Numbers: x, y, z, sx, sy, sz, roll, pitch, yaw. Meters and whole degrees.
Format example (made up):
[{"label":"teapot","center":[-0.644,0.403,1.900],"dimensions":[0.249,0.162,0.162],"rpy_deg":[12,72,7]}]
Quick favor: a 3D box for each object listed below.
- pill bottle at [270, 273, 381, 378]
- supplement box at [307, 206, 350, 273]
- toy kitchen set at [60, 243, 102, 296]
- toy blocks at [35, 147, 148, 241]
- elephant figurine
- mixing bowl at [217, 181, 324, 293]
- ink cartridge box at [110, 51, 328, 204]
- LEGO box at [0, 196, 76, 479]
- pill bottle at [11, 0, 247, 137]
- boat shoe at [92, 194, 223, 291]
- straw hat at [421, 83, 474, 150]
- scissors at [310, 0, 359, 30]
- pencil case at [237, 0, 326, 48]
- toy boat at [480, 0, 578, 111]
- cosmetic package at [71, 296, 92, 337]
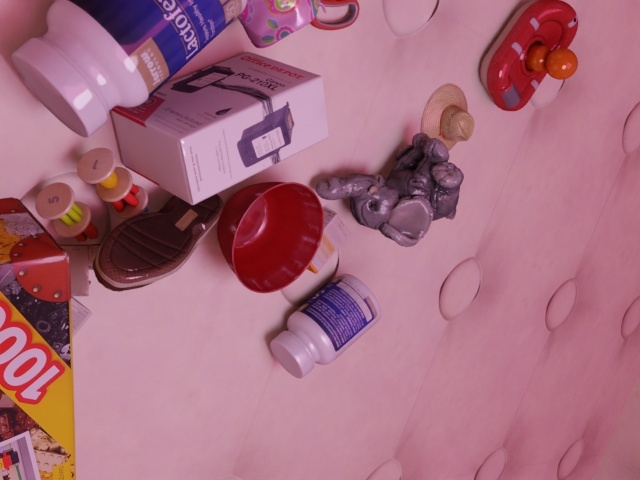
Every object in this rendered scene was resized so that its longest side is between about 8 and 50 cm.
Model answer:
[{"label":"pill bottle","center":[0.007,0.154,1.513],"dimensions":[0.187,0.112,0.112],"rpy_deg":[-38,134,-26]},{"label":"supplement box","center":[0.000,0.000,1.479],"dimensions":[0.098,0.036,0.062],"rpy_deg":[-49,138,-14]},{"label":"toy kitchen set","center":[-0.321,0.037,1.165],"dimensions":[0.083,0.075,0.068],"rpy_deg":[0,95,-5]},{"label":"toy blocks","center":[-0.294,-0.042,1.141],"dimensions":[0.123,0.054,0.148],"rpy_deg":[-42,152,-8]},{"label":"elephant figurine","center":[0.123,-0.070,1.505],"dimensions":[0.239,0.186,0.169],"rpy_deg":[-35,177,-14]},{"label":"mixing bowl","center":[-0.093,-0.018,1.326],"dimensions":[0.181,0.098,0.181],"rpy_deg":[-23,126,-37]},{"label":"ink cartridge box","center":[-0.132,-0.160,1.152],"dimensions":[0.237,0.172,0.100],"rpy_deg":[-30,130,-32]},{"label":"LEGO box","center":[-0.486,0.231,0.957],"dimensions":[0.373,0.193,0.500],"rpy_deg":[-12,120,-34]},{"label":"pill bottle","center":[-0.226,-0.256,1.019],"dimensions":[0.264,0.153,0.153],"rpy_deg":[-47,137,-16]},{"label":"boat shoe","center":[-0.222,0.013,1.167],"dimensions":[0.095,0.095,0.257],"rpy_deg":[-50,174,35]},{"label":"straw hat","center":[0.255,-0.218,1.603],"dimensions":[0.144,0.061,0.144],"rpy_deg":[-23,126,-37]},{"label":"scissors","center":[-0.050,-0.354,1.246],"dimensions":[0.297,0.021,0.109],"rpy_deg":[-18,123,-40]},{"label":"pencil case","center":[-0.099,-0.386,1.088],"dimensions":[0.124,0.124,0.284],"rpy_deg":[-48,131,-16]},{"label":"toy boat","center":[0.425,-0.351,1.635],"dimensions":[0.231,0.151,0.151],"rpy_deg":[-55,139,-7]},{"label":"cosmetic package","center":[-0.373,0.123,1.159],"dimensions":[0.115,0.041,0.060],"rpy_deg":[-51,138,-12]}]
